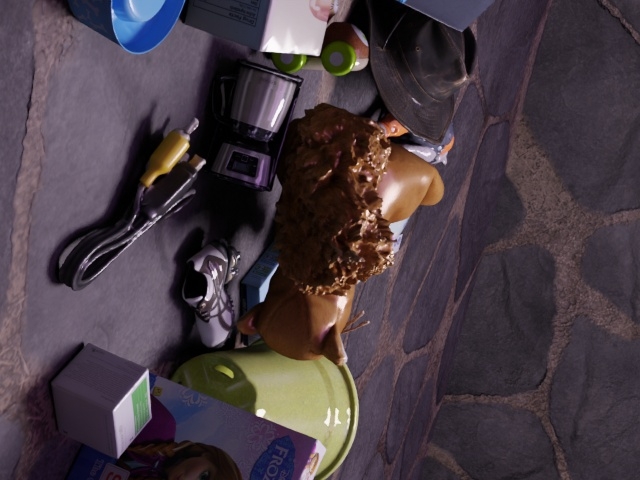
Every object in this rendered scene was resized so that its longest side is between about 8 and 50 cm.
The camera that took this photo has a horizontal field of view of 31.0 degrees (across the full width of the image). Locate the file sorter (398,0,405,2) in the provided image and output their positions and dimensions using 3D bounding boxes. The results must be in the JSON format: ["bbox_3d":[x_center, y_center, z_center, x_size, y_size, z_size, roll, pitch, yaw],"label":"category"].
[{"bbox_3d":[0.101,-0.479,1.812,0.104,0.170,0.118,-41,156,-34],"label":"file sorter"}]

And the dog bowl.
[{"bbox_3d":[-0.207,-0.356,1.257,0.166,0.074,0.297,-42,147,-56],"label":"dog bowl"}]

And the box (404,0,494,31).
[{"bbox_3d":[0.275,-0.584,1.939,0.343,0.179,0.312,-39,-149,59],"label":"box"}]

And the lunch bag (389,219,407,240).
[{"bbox_3d":[0.057,-0.024,2.127,0.262,0.160,0.223,-54,174,-8],"label":"lunch bag"}]

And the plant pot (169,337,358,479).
[{"bbox_3d":[-0.117,0.278,1.894,0.254,0.276,0.276,14,94,-60],"label":"plant pot"}]

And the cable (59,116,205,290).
[{"bbox_3d":[-0.250,-0.037,1.519,0.287,0.072,0.139,-46,169,-28],"label":"cable"}]

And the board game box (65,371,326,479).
[{"bbox_3d":[-0.200,0.369,1.594,0.066,0.318,0.319,65,46,-64],"label":"board game box"}]

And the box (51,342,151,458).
[{"bbox_3d":[-0.288,0.212,1.528,0.087,0.102,0.101,-50,154,-43],"label":"box"}]

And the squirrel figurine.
[{"bbox_3d":[0.000,0.000,1.804,0.397,0.281,0.370,66,47,-78],"label":"squirrel figurine"}]

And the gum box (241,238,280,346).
[{"bbox_3d":[-0.082,0.082,2.090,0.184,0.041,0.157,-54,155,-44],"label":"gum box"}]

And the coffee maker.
[{"bbox_3d":[-0.092,-0.165,1.699,0.171,0.120,0.178,2,106,-72],"label":"coffee maker"}]

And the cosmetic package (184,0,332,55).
[{"bbox_3d":[-0.057,-0.400,1.484,0.129,0.153,0.296,-6,116,-50],"label":"cosmetic package"}]

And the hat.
[{"bbox_3d":[0.213,-0.348,2.133,0.331,0.134,0.331,34,47,-46],"label":"hat"}]

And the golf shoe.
[{"bbox_3d":[-0.183,0.090,1.789,0.094,0.077,0.198,-25,132,-42],"label":"golf shoe"}]

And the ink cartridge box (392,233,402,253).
[{"bbox_3d":[0.092,0.009,2.430,0.207,0.097,0.046,-26,132,-65],"label":"ink cartridge box"}]

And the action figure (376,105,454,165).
[{"bbox_3d":[0.179,-0.206,2.363,0.330,0.178,0.341,26,80,-61],"label":"action figure"}]

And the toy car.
[{"bbox_3d":[0.002,-0.355,1.780,0.155,0.149,0.188,-51,143,-74],"label":"toy car"}]
